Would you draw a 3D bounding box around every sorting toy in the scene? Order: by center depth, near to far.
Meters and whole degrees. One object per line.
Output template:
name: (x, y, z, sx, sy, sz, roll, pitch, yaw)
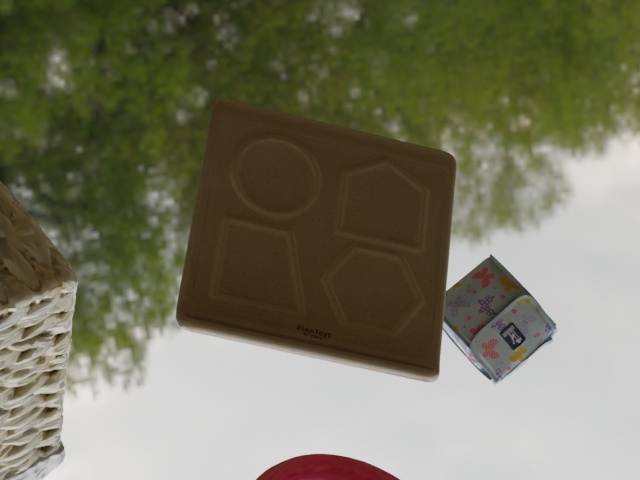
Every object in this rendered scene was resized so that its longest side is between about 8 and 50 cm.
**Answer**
sorting toy: (0.000, 0.000, 1.143, 0.193, 0.038, 0.208, 13, -123, -10)

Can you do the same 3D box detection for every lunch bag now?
lunch bag: (0.140, 0.065, 1.255, 0.071, 0.083, 0.053, -38, 158, -5)

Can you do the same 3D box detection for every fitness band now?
fitness band: (0.000, 0.335, 1.526, 0.209, 0.291, 0.054, 21, -148, 2)

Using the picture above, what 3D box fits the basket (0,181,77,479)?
basket: (-0.408, 0.060, 1.237, 0.328, 0.266, 0.331, -23, -123, -34)
